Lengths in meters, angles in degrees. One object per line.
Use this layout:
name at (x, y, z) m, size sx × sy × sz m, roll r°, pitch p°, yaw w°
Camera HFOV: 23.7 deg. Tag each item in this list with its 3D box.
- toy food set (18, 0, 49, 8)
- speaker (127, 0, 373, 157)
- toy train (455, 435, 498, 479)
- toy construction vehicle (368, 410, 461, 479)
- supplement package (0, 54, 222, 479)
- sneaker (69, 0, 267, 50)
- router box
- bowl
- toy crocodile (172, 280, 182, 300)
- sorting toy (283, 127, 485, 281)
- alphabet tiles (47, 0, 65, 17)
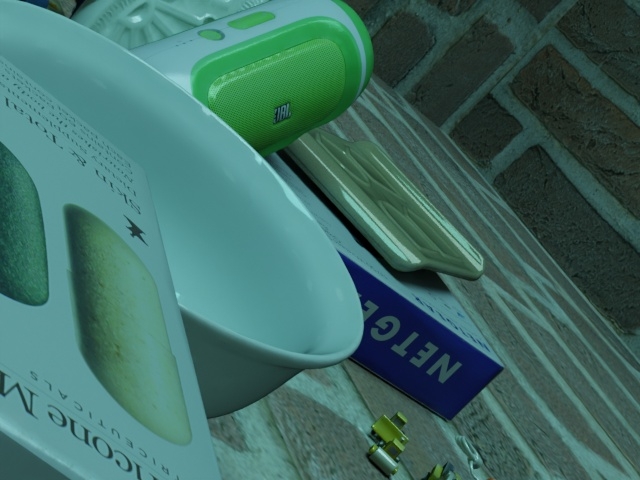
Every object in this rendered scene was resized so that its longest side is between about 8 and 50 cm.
toy food set at (-0.298, -0.260, 1.303) m, size 0.232 × 0.111 × 0.104 m, roll 23°, pitch 24°, yaw -48°
speaker at (-0.079, -0.131, 1.334) m, size 0.131 × 0.131 × 0.296 m, roll 46°, pitch 40°, yaw 12°
toy train at (0.151, 0.237, 1.271) m, size 0.166 × 0.046 × 0.125 m, roll 46°, pitch 9°, yaw -43°
toy construction vehicle at (0.079, 0.179, 1.265) m, size 0.086 × 0.035 × 0.098 m, roll 45°, pitch 11°, yaw 5°
supplement package at (-0.173, 0.041, 0.449) m, size 0.199 × 0.198 × 0.262 m, roll 39°, pitch 12°, yaw -26°
sneaker at (-0.186, -0.235, 1.494) m, size 0.236 × 0.323 × 0.130 m, roll 11°, pitch -42°, yaw 48°
router box at (0.000, 0.000, 1.527) m, size 0.335 × 0.082 × 0.301 m, roll 35°, pitch 14°, yaw -39°
bowl at (-0.129, 0.005, 0.876) m, size 0.298 × 0.134 × 0.298 m, roll 37°, pitch 19°, yaw -15°
toy crocodile at (-0.158, -0.039, 1.102) m, size 0.115 × 0.105 × 0.340 m, roll 30°, pitch 22°, yaw -52°
sorting toy at (0.030, -0.069, 1.586) m, size 0.307 × 0.041 × 0.229 m, roll 48°, pitch 16°, yaw 19°
alphabet tiles at (-0.350, -0.272, 1.481) m, size 0.285 × 0.011 × 0.342 m, roll 36°, pitch 14°, yaw -32°
